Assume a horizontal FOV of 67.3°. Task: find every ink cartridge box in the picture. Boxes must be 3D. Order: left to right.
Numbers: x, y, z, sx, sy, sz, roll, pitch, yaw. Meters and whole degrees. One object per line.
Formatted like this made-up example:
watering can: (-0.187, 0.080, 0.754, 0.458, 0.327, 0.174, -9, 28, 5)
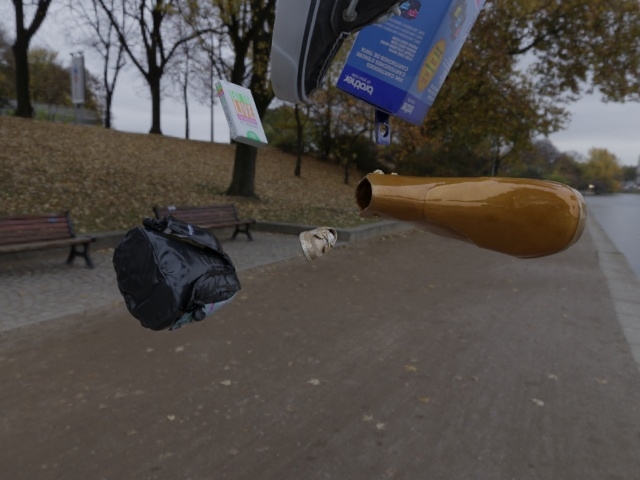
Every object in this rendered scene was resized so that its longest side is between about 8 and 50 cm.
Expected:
ink cartridge box: (0.187, -0.399, 1.003, 0.151, 0.395, 0.270, 33, 20, 16)

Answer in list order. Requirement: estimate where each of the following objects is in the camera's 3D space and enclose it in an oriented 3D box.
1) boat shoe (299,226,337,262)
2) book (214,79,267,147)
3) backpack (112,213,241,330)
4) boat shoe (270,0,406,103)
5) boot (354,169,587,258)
boat shoe: (0.000, 0.000, 0.995, 0.059, 0.063, 0.170, -19, 10, 13)
book: (-0.180, -0.282, 1.079, 0.035, 0.144, 0.096, -28, -15, 29)
backpack: (-0.197, 0.053, 0.683, 0.115, 0.152, 0.182, -25, -10, 15)
boat shoe: (0.032, -0.213, 0.367, 0.102, 0.108, 0.301, 18, -34, -6)
boot: (0.170, -0.042, 0.648, 0.211, 0.104, 0.295, 7, 3, -16)
